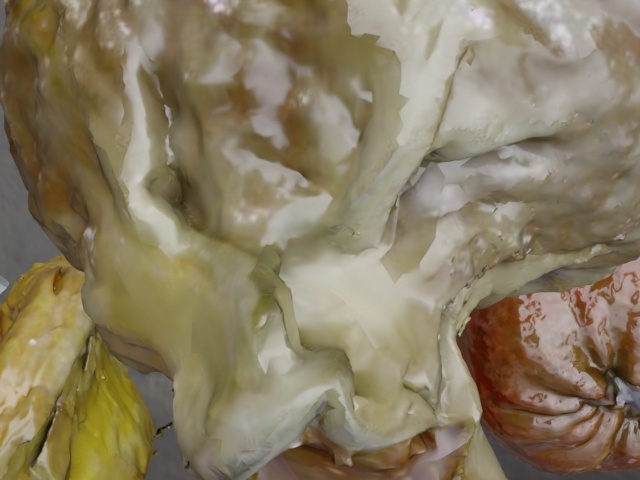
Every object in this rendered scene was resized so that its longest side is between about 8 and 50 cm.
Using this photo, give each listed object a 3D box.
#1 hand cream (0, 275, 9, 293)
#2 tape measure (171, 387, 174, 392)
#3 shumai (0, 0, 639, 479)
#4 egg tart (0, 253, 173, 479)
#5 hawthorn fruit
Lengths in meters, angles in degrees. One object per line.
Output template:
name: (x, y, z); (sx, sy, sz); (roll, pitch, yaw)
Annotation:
hand cream: (-0.318, 0.080, 1.250); (0.124, 0.340, 0.077); (29, 120, -3)
tape measure: (-0.046, 0.116, 1.249); (0.104, 0.180, 0.107); (-22, 63, 1)
shumai: (0.000, 0.000, 0.512); (0.209, 0.161, 0.153); (8, 63, 10)
egg tart: (-0.170, 0.139, 0.985); (0.116, 0.295, 0.295); (37, 86, -12)
hawthorn fruit: (0.201, 0.035, 1.337); (0.258, 0.258, 0.261); (25, 58, -10)
